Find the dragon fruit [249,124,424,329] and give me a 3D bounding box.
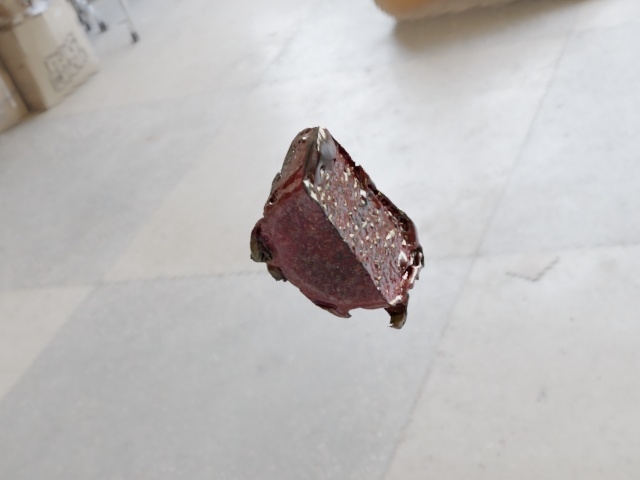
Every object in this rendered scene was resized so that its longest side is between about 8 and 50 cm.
[{"bbox_3d":[0.000,0.000,0.872,0.096,0.147,0.102,-28,23,28],"label":"dragon fruit"}]
